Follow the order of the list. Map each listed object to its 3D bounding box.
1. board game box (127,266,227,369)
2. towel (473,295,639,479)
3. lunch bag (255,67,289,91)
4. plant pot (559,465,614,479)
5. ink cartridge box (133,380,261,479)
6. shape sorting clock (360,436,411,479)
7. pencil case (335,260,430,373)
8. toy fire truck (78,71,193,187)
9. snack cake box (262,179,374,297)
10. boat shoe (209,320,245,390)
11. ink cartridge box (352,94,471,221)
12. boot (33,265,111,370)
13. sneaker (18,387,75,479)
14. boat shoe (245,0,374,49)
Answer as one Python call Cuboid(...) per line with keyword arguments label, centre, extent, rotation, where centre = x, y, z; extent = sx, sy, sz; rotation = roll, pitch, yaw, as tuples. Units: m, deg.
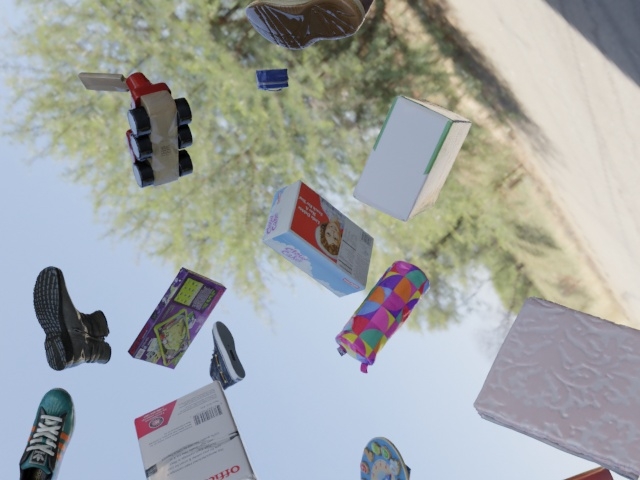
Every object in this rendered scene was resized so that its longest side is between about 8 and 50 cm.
Cuboid(label="board game box", centre=(-0.488, 0.271, 2.743), extent=(0.056, 0.346, 0.208), rotation=(35, -178, 43))
Cuboid(label="towel", centre=(0.510, 0.274, 1.566), extent=(0.332, 0.317, 0.053), rotation=(19, 144, 26))
Cuboid(label="lunch bag", centre=(-0.139, -0.471, 2.352), extent=(0.067, 0.099, 0.065), rotation=(-155, 59, -63))
Cuboid(label="plant pot", centre=(0.609, 0.704, 1.937), extent=(0.275, 0.243, 0.274), rotation=(-14, -90, -82))
Cuboid(label="ink cartridge box", centre=(-0.211, 0.384, 1.390), extent=(0.237, 0.172, 0.100), rotation=(-124, 11, -52))
Cuboid(label="shape sorting clock", centre=(0.136, 0.530, 1.731), extent=(0.040, 0.206, 0.206), rotation=(-1, -139, -30))
Cuboid(label="pencil case", centre=(0.128, 0.151, 1.643), extent=(0.104, 0.236, 0.104), rotation=(34, 159, 15))
Cuboid(label="toy fire truck", centre=(-0.390, -0.257, 1.686), extent=(0.246, 0.159, 0.217), rotation=(55, 153, 34))
Cuboid(label="snack cake box", centre=(0.000, 0.000, 1.853), extent=(0.264, 0.089, 0.152), rotation=(38, -131, -31))
Cuboid(label="boat shoe", centre=(-0.271, 0.311, 2.149), extent=(0.065, 0.083, 0.183), rotation=(22, -142, -54))
Cuboid(label="ink cartridge box", centre=(0.183, -0.161, 1.529), extent=(0.117, 0.201, 0.278), rotation=(27, -165, 12))
Cuboid(label="boot", centre=(-0.572, 0.178, 1.863), extent=(0.161, 0.084, 0.246), rotation=(-6, -94, -61))
Cuboid(label="sneaker", centre=(-0.717, 0.542, 2.093), extent=(0.108, 0.301, 0.121), rotation=(12, 180, -6))
Cuboid(label="boat shoe", centre=(-0.017, -0.483, 1.644), extent=(0.342, 0.123, 0.123), rotation=(8, 144, 50))
